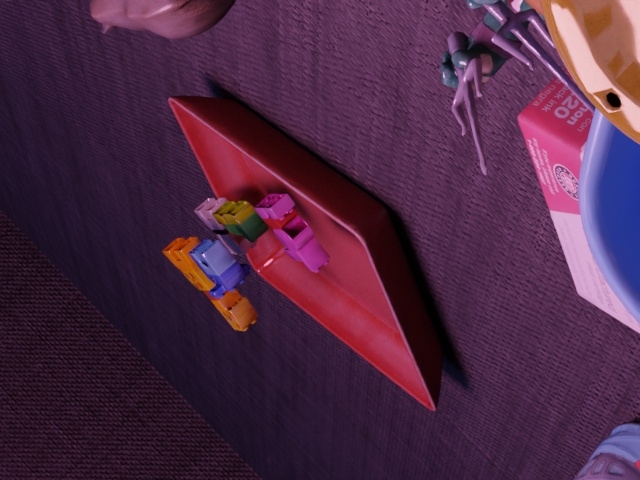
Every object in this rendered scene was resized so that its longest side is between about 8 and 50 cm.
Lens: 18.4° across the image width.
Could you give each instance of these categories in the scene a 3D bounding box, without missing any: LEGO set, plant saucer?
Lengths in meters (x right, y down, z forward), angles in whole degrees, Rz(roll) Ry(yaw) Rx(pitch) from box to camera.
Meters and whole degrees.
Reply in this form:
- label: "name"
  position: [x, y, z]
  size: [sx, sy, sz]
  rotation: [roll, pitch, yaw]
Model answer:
- label: "LEGO set"
  position: [-0.066, 0.024, 1.680]
  size: [0.093, 0.087, 0.227]
  rotation: [52, 166, -13]
- label: "plant saucer"
  position: [0.000, 0.000, 1.693]
  size: [0.258, 0.048, 0.259]
  rotation: [37, 162, 37]

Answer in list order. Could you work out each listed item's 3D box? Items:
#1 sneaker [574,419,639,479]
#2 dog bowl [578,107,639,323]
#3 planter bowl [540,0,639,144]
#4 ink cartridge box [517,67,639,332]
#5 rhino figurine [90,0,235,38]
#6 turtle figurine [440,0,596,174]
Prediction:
- label: "sneaker"
  position: [0.265, 0.233, 1.373]
  size: [0.262, 0.125, 0.104]
  rotation: [29, 157, 51]
- label: "dog bowl"
  position: [0.187, -0.060, 0.766]
  size: [0.166, 0.074, 0.297]
  rotation: [34, 141, 24]
- label: "planter bowl"
  position: [0.139, -0.089, 0.652]
  size: [0.217, 0.090, 0.217]
  rotation: [29, 138, 29]
- label: "ink cartridge box"
  position: [0.218, 0.003, 0.991]
  size: [0.218, 0.092, 0.158]
  rotation: [33, 159, 40]
- label: "rhino figurine"
  position: [-0.116, -0.190, 1.417]
  size: [0.073, 0.106, 0.243]
  rotation: [54, 164, -20]
- label: "turtle figurine"
  position: [0.090, -0.136, 0.950]
  size: [0.234, 0.118, 0.175]
  rotation: [56, 168, 19]
